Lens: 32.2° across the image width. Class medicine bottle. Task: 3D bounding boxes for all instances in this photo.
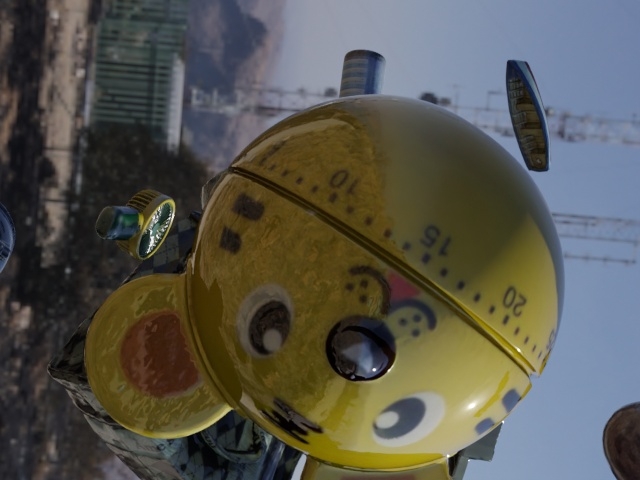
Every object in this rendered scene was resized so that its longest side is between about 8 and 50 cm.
[{"bbox_3d":[0.074,-0.252,2.088,0.083,0.083,0.203,101,-5,-76],"label":"medicine bottle"}]

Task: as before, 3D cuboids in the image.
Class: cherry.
[{"bbox_3d":[0.471,0.291,1.505,0.140,0.176,0.176,-42,-143,52],"label":"cherry"}]

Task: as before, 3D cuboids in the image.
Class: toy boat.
[{"bbox_3d":[0.395,-0.239,2.100,0.080,0.046,0.229,8,-59,53],"label":"toy boat"}]

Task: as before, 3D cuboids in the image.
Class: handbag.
[{"bbox_3d":[-0.147,0.193,1.526,0.317,0.180,0.416,-58,137,-30],"label":"handbag"}]

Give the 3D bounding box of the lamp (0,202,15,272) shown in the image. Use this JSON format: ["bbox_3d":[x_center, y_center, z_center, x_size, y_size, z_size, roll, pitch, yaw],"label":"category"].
[{"bbox_3d":[-0.442,0.039,1.345,0.172,0.147,0.227,-46,-151,11],"label":"lamp"}]

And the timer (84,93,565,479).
[{"bbox_3d":[0.028,0.073,0.999,0.387,0.376,0.376,-54,177,-8],"label":"timer"}]

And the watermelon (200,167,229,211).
[{"bbox_3d":[-0.002,-0.002,1.333,0.175,0.321,0.188,31,50,-65],"label":"watermelon"}]

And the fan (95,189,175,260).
[{"bbox_3d":[-0.216,-0.022,1.269,0.082,0.039,0.155,-64,169,5],"label":"fan"}]

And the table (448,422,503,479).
[{"bbox_3d":[0.285,0.345,2.063,0.146,0.062,0.175,-85,-175,-57],"label":"table"}]
